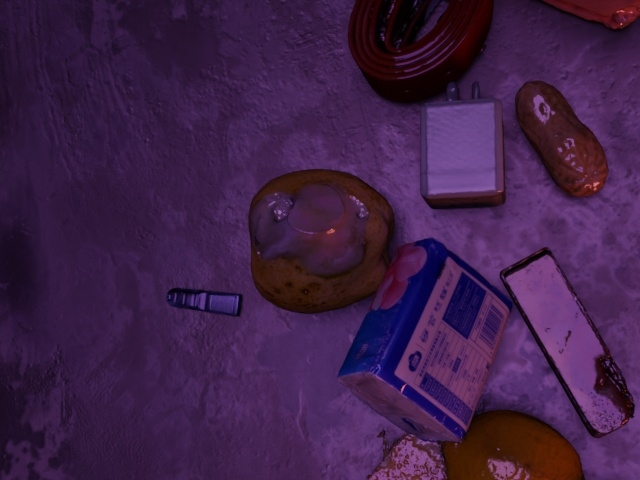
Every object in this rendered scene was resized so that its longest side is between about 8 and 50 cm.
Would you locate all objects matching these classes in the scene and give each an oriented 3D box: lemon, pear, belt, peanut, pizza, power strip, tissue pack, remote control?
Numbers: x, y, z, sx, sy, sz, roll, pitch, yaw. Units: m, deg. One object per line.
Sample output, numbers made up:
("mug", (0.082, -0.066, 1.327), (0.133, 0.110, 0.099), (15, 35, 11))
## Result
("lemon", (0.307, 0.366, 1.193), (0.256, 0.188, 0.188), (21, 89, 3))
("pear", (0.000, 0.000, 1.304), (0.271, 0.271, 0.271), (-2, 83, 15))
("belt", (0.192, -0.409, 1.343), (0.227, 0.115, 0.324), (33, 90, 21))
("peanut", (0.409, -0.177, 1.272), (0.095, 0.108, 0.226), (-29, 75, 1))
("pizza", (0.175, 0.426, 1.287), (0.279, 0.075, 0.288), (16, 86, 12))
("power strip", (0.248, -0.175, 1.297), (0.139, 0.140, 0.225), (-2, 84, 16))
("tissue pack", (0.171, 0.162, 1.211), (0.209, 0.137, 0.270), (36, 59, -14))
("remote control", (-0.228, 0.118, 1.449), (0.152, 0.027, 0.044), (5, 81, 13))

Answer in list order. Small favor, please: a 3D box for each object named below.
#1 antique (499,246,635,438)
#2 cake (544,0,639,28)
("antique", (0.413, 0.169, 1.243), (0.093, 0.087, 0.310), (-29, 77, 9))
("cake", (0.478, -0.548, 1.194), (0.293, 0.314, 0.307), (33, 91, 14))
